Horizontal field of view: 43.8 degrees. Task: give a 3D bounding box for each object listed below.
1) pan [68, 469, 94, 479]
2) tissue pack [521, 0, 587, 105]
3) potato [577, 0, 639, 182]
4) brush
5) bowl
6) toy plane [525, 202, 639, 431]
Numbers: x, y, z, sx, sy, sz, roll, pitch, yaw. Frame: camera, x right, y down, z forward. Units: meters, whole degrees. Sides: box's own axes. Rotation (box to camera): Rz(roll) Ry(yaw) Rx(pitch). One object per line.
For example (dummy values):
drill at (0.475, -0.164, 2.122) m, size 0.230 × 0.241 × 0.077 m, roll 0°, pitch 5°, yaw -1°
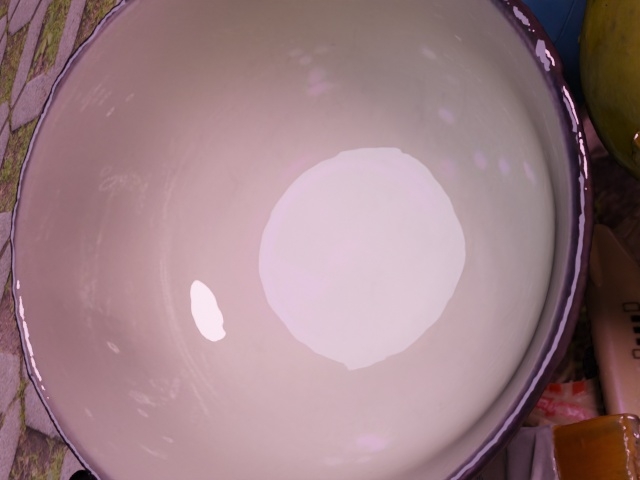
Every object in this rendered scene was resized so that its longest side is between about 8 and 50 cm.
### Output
pan at (-0.306, 0.325, 1.065) m, size 0.115 × 0.040 × 0.212 m, roll 43°, pitch 117°, yaw 53°
tissue pack at (0.122, -0.248, 0.585) m, size 0.198 × 0.206 × 0.288 m, roll 7°, pitch 83°, yaw 46°
potato at (0.249, -0.137, 0.373) m, size 0.215 × 0.216 × 0.304 m, roll -1°, pitch 57°, yaw 53°
brush at (0.095, 0.170, 0.528) m, size 0.336 × 0.020 × 0.086 m, roll 138°, pitch 130°, yaw -61°
bowl at (0.000, 0.000, 0.512) m, size 0.353 × 0.185 × 0.354 m, roll -3°, pitch 82°, yaw 23°
toy plane at (0.189, 0.086, 0.458) m, size 0.229 × 0.092 × 0.244 m, roll -34°, pitch 51°, yaw 39°
